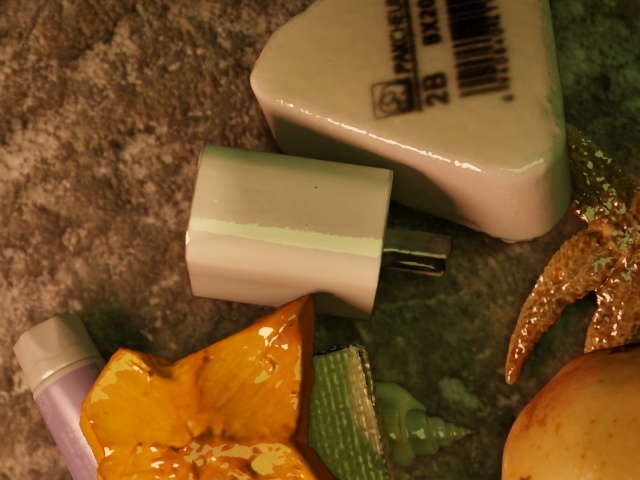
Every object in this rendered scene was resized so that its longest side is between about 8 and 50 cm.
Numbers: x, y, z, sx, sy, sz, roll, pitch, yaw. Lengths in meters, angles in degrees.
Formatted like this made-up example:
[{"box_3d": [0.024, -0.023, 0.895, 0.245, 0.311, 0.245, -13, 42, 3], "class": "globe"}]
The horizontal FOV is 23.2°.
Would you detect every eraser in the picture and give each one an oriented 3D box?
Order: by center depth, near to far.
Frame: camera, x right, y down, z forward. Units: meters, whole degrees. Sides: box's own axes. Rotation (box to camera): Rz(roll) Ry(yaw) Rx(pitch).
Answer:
[{"box_3d": [0.136, -0.143, 1.540, 0.331, 0.150, 0.331, -4, 65, 9], "class": "eraser"}]

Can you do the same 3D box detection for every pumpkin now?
[{"box_3d": [-0.118, 0.202, 1.448, 0.290, 0.095, 0.258, -14, 65, -4], "class": "pumpkin"}]

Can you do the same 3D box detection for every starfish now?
[{"box_3d": [0.320, -0.001, 1.582, 0.375, 0.094, 0.327, -31, 84, 0], "class": "starfish"}]

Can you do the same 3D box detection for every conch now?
[{"box_3d": [0.068, 0.184, 1.561, 0.180, 0.065, 0.088, 1, 81, 6], "class": "conch"}]

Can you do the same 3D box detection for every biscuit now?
[{"box_3d": [-0.054, 0.201, 1.538, 0.250, 0.046, 0.147, -17, 78, 13], "class": "biscuit"}]

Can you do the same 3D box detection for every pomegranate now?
[{"box_3d": [0.311, 0.264, 1.415, 0.342, 0.342, 0.342, 0, 80, 0], "class": "pomegranate"}]

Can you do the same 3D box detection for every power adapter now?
[{"box_3d": [0.000, 0.000, 1.530, 0.255, 0.187, 0.124, 9, 73, 1], "class": "power adapter"}]

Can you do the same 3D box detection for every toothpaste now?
[{"box_3d": [-0.193, 0.248, 1.523, 0.125, 0.080, 0.371, -41, 69, 36], "class": "toothpaste"}]
